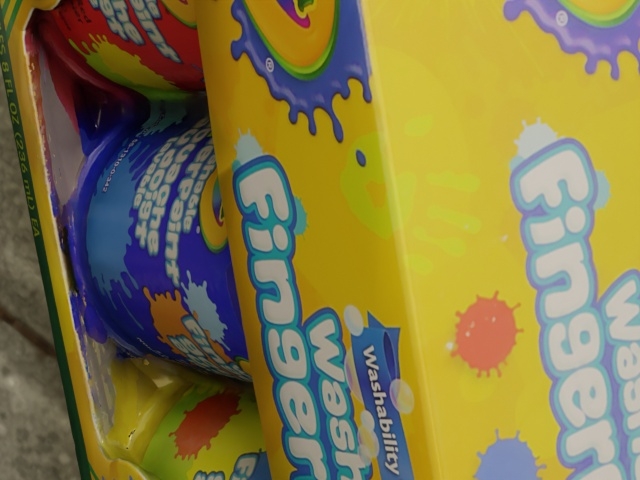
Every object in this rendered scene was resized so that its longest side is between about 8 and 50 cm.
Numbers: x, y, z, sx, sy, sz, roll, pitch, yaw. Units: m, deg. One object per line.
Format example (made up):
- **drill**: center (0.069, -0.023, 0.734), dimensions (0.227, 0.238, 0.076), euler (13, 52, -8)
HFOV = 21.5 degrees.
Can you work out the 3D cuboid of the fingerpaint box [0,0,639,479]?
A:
- **fingerpaint box**: center (0.000, 0.000, 0.788), dimensions (0.371, 0.163, 0.445), euler (7, 109, 58)
